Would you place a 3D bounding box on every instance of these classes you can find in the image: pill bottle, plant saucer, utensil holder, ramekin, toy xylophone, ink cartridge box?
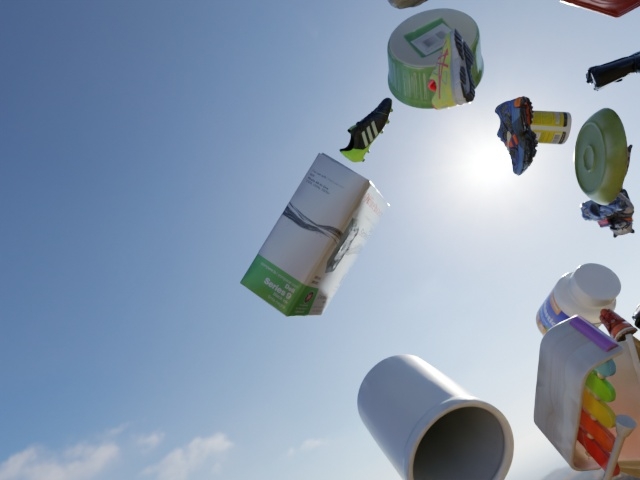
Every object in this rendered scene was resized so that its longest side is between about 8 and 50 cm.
[{"bbox_3d":[0.792,-0.417,1.649,0.209,0.119,0.119,7,-31,10],"label":"pill bottle"},{"bbox_3d":[0.841,-0.727,1.289,0.259,0.259,0.047,14,-85,-5],"label":"plant saucer"},{"bbox_3d":[0.322,0.558,1.363,0.328,0.327,0.385,-17,11,-14],"label":"utensil holder"},{"bbox_3d":[0.352,-0.574,1.397,0.304,0.303,0.148,-27,-32,2],"label":"ramekin"},{"bbox_3d":[0.691,-0.208,1.126,0.037,0.240,0.241,-3,-30,10],"label":"plant saucer"},{"bbox_3d":[0.499,0.320,0.849,0.081,0.236,0.322,-12,-57,-7],"label":"toy xylophone"},{"bbox_3d":[0.000,0.000,0.895,0.289,0.122,0.211,-59,-20,2],"label":"ink cartridge box"},{"bbox_3d":[0.718,0.180,1.253,0.153,0.152,0.272,-21,-35,-8],"label":"pill bottle"}]

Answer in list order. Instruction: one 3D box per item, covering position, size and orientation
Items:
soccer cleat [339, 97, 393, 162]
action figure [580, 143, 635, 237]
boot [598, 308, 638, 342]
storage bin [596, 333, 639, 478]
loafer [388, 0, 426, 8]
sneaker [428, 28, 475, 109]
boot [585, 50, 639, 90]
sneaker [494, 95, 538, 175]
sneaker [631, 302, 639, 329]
[{"bbox_3d":[0.113,-0.276,1.105,0.072,0.060,0.178,25,-72,-22],"label":"soccer cleat"},{"bbox_3d":[1.081,-0.174,1.629,0.179,0.329,0.341,-11,3,9],"label":"action figure"},{"bbox_3d":[0.700,0.201,1.069,0.059,0.084,0.158,-42,-27,18],"label":"boot"},{"bbox_3d":[0.729,0.387,1.013,0.261,0.262,0.123,27,-39,-28],"label":"storage bin"},{"bbox_3d":[0.322,-0.717,1.174,0.320,0.111,0.112,-12,2,41],"label":"loafer"},{"bbox_3d":[0.273,-0.368,0.969,0.082,0.208,0.094,32,-35,-34],"label":"sneaker"},{"bbox_3d":[1.022,-0.555,1.480,0.207,0.246,0.094,-19,-65,15],"label":"boot"},{"bbox_3d":[0.522,-0.278,1.201,0.083,0.087,0.221,-34,-59,-29],"label":"sneaker"},{"bbox_3d":[0.894,0.180,1.198,0.286,0.109,0.130,-8,-45,-58],"label":"sneaker"}]
